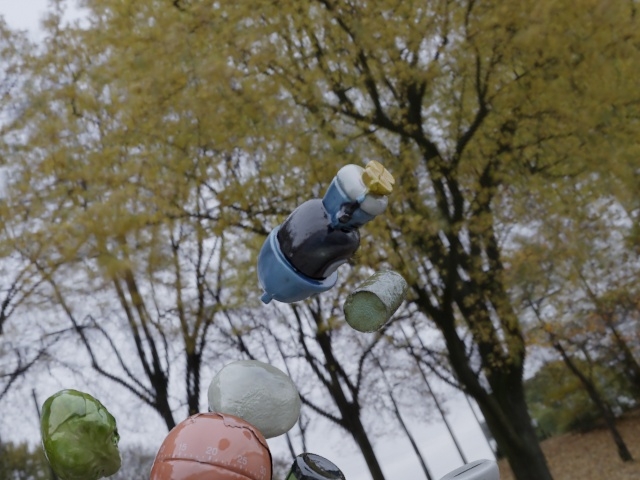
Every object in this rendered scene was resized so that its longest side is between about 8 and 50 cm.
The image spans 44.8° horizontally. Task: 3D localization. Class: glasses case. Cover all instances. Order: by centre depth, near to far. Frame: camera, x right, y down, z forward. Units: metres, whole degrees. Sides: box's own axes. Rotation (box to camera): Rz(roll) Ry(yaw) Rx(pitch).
[{"bbox_3d":[0.238,0.409,1.263,0.049,0.074,0.193,5,3,38],"label":"glasses case"}]

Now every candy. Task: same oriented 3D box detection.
[{"bbox_3d":[-0.185,0.448,2.221,0.295,0.295,0.185,-3,-58,-40],"label":"candy"}]

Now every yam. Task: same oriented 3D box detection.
[{"bbox_3d":[0.132,0.131,1.762,0.107,0.107,0.194,-37,-2,28],"label":"yam"}]

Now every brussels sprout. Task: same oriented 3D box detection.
[{"bbox_3d":[-0.528,0.425,1.689,0.161,0.223,0.223,-26,-19,-31],"label":"brussels sprout"}]

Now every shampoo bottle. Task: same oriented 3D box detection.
[{"bbox_3d":[-0.058,0.520,1.378,0.101,0.101,0.283,15,-75,-56],"label":"shampoo bottle"}]

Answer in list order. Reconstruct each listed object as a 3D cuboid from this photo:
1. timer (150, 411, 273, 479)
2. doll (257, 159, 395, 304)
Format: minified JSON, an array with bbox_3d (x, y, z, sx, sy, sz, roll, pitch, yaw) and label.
[{"bbox_3d":[-0.208,0.451,1.489,0.230,0.215,0.229,13,-35,9],"label":"timer"},{"bbox_3d":[0.000,0.000,1.297,0.314,0.141,0.177,-45,7,23],"label":"doll"}]
